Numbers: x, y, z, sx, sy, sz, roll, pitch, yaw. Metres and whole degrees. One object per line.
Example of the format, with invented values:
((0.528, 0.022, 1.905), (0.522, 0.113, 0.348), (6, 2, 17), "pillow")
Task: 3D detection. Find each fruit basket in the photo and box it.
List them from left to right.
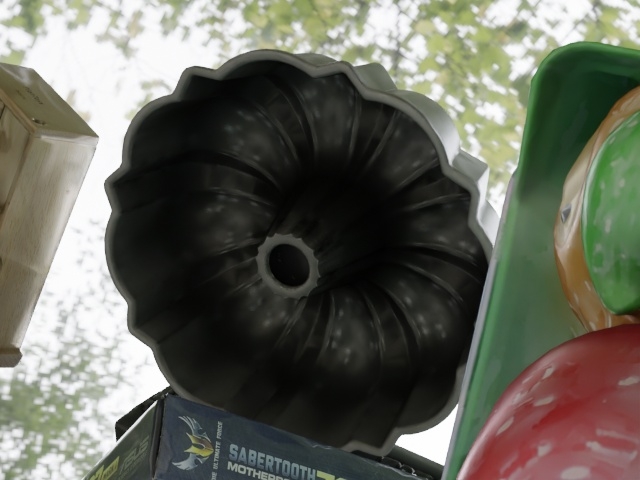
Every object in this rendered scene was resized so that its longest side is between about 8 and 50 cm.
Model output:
((0.097, 0.058, 0.394), (0.165, 0.353, 0.327), (16, -77, 23), "fruit basket")

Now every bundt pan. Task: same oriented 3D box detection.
((0.000, 0.000, 0.986), (0.331, 0.124, 0.330), (9, -67, 23), "bundt pan")

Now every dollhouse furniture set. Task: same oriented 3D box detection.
((-0.274, -0.024, 0.703), (0.212, 0.242, 0.161), (43, -63, 41), "dollhouse furniture set")

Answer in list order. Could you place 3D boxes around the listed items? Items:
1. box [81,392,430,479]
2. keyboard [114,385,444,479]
((-0.065, 0.192, 0.770), (0.232, 0.183, 0.059), (-48, -150, 43), "box")
((-0.059, 0.198, 1.027), (0.317, 0.201, 0.033), (16, -49, 40), "keyboard")
